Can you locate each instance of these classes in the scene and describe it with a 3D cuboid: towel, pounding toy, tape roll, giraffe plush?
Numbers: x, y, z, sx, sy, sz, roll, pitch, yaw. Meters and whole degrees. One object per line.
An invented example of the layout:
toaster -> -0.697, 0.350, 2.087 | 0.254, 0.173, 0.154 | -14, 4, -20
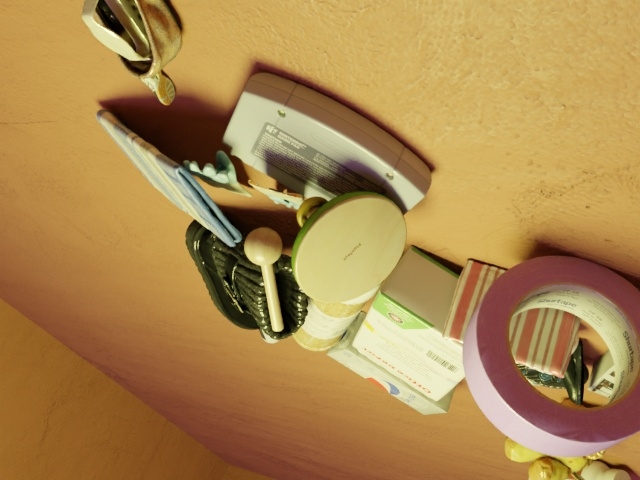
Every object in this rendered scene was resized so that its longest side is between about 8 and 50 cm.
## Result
towel -> -0.257, -0.110, 1.211 | 0.285, 0.034, 0.209 | 34, 164, 41
towel -> 0.304, 0.122, 1.139 | 0.197, 0.144, 0.029 | 17, 157, 16
pounding toy -> 0.000, 0.000, 1.061 | 0.110, 0.237, 0.182 | 50, 158, 47
tape roll -> 0.348, 0.162, 1.028 | 0.275, 0.274, 0.090 | 21, 152, 9
giraffe plush -> 0.509, 0.403, 1.470 | 0.210, 0.181, 0.170 | 31, 133, 12

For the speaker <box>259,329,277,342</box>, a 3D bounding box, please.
speaker -> -0.127, 0.194, 1.725 | 0.055, 0.055, 0.136 | 16, 152, 17

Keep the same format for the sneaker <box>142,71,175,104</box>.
sneaker -> -0.252, -0.243, 1.092 | 0.037, 0.032, 0.083 | 22, 151, 37

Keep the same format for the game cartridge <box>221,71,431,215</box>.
game cartridge -> 0.007, -0.124, 1.054 | 0.294, 0.060, 0.196 | 29, 156, -8

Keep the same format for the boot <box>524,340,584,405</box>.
boot -> 0.413, 0.228, 1.272 | 0.099, 0.121, 0.045 | -3, 177, 26

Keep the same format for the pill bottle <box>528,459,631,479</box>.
pill bottle -> 0.618, 0.582, 1.710 | 0.121, 0.121, 0.216 | 40, 149, -26

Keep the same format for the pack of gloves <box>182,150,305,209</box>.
pack of gloves -> -0.107, -0.099, 1.154 | 0.195, 0.046, 0.232 | 15, 178, 5

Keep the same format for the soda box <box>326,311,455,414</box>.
soda box -> 0.161, 0.273, 1.576 | 0.286, 0.098, 0.091 | 34, 152, -17

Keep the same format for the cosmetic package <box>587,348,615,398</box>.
cosmetic package -> 0.532, 0.206, 1.186 | 0.099, 0.060, 0.239 | 19, 152, 10

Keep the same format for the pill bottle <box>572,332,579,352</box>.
pill bottle -> 0.373, 0.147, 1.210 | 0.116, 0.065, 0.065 | 36, 151, -19

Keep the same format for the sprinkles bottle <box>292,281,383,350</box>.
sprinkles bottle -> 0.024, 0.109, 1.373 | 0.121, 0.121, 0.355 | 25, 153, 0

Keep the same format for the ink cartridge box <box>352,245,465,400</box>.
ink cartridge box -> 0.189, 0.160, 1.300 | 0.201, 0.117, 0.278 | 33, 154, 9

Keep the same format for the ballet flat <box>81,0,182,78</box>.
ballet flat -> -0.269, -0.324, 0.872 | 0.108, 0.106, 0.316 | 7, 147, 32

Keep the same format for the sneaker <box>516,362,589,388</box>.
sneaker -> 0.395, 0.231, 1.349 | 0.211, 0.080, 0.081 | 8, 173, 28

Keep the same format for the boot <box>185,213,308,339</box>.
boot -> -0.110, 0.111, 1.394 | 0.260, 0.131, 0.348 | 30, 160, 38
